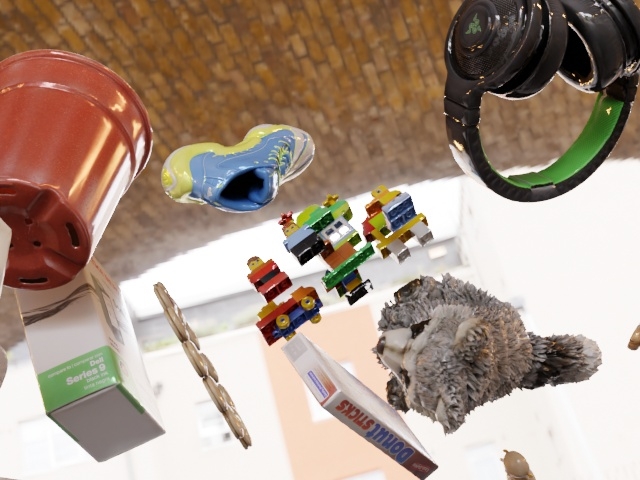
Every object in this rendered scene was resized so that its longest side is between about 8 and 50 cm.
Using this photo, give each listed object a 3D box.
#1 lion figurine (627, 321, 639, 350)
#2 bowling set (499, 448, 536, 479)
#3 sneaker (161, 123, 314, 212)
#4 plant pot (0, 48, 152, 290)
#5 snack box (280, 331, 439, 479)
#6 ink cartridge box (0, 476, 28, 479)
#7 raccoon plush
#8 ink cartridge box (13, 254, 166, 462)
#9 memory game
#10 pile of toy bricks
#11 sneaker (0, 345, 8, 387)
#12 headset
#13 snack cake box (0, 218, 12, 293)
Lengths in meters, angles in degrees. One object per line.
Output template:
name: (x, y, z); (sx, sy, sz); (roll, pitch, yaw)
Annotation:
lion figurine: (0.527, 0.077, 1.362); (0.392, 0.240, 0.142); (-69, -19, 9)
bowling set: (0.352, 0.505, 1.842); (0.200, 0.287, 0.154); (-45, -29, -10)
sneaker: (-0.074, -0.079, 1.417); (0.240, 0.126, 0.091); (-20, -56, -39)
plant pot: (-0.399, -0.088, 1.629); (0.272, 0.265, 0.272); (3, -50, 3)
snack box: (0.033, 0.129, 0.863); (0.022, 0.064, 0.178); (-42, -40, 3)
ink cartridge box: (-0.218, 0.320, 0.747); (0.129, 0.308, 0.223); (-13, -20, 17)
raccoon plush: (0.283, 0.163, 1.700); (0.446, 0.216, 0.299); (-6, 8, -17)
ink cartridge box: (-0.361, 0.162, 1.746); (0.121, 0.289, 0.211); (-24, -32, 0)
memory game: (-0.114, 0.120, 1.098); (0.012, 0.186, 0.186); (-30, -28, -5)
pile of toy bricks: (0.000, 0.000, 1.158); (0.212, 0.105, 0.118); (-36, -42, -12)
sneaker: (-0.512, 0.112, 1.212); (0.366, 0.210, 0.137); (12, -75, -63)
headset: (0.246, -0.243, 1.292); (0.243, 0.185, 0.394); (-10, -62, -27)
snack cake box: (-0.505, 0.058, 1.339); (0.264, 0.152, 0.089); (-22, -49, 13)
